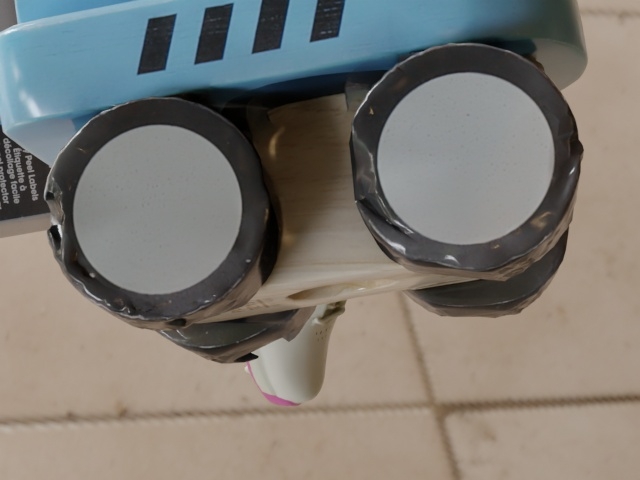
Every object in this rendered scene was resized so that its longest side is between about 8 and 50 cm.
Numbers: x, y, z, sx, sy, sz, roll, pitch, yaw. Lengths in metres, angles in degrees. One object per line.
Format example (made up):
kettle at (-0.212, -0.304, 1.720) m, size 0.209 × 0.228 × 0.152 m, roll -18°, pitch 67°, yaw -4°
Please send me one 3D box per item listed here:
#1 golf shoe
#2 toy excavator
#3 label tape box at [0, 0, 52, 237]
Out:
golf shoe at (0.000, 0.000, 1.385) m, size 0.140 × 0.306 × 0.115 m, roll 7°, pitch 18°, yaw 24°
toy excavator at (-0.091, -0.162, 0.883) m, size 0.433 × 0.222 × 0.445 m, roll -9°, pitch 80°, yaw 6°
label tape box at (-0.185, -0.150, 1.513) m, size 0.347 × 0.115 × 0.249 m, roll -10°, pitch 84°, yaw -7°
